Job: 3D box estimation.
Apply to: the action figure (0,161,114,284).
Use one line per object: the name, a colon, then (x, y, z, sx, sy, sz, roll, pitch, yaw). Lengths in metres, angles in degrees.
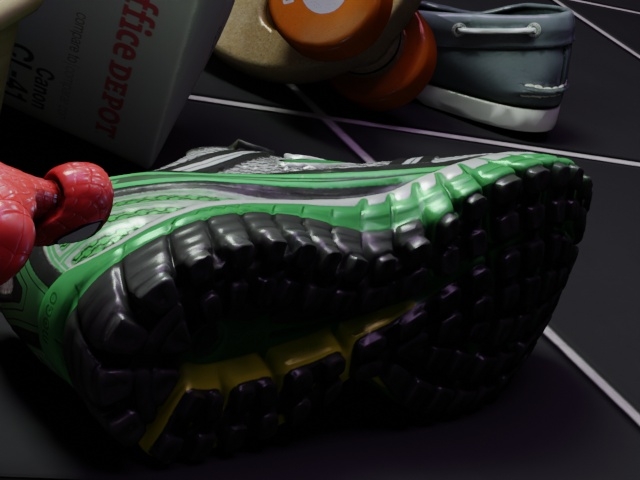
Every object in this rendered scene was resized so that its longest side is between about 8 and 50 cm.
action figure: (-0.200, 0.047, 0.689, 0.280, 0.139, 0.091, -21, 41, -26)

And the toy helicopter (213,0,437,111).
toy helicopter: (0.013, -0.282, 1.340, 0.235, 0.355, 0.140, 24, -5, 24)

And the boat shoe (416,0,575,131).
boat shoe: (0.042, -0.178, 1.437, 0.319, 0.099, 0.116, 19, 23, 5)

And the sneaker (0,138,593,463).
sneaker: (0.000, 0.000, 0.891, 0.343, 0.134, 0.146, -3, 28, -44)

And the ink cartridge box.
ink cartridge box: (-0.193, -0.196, 1.039, 0.306, 0.226, 0.131, 25, 61, -1)

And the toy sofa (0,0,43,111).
toy sofa: (-0.330, -0.150, 0.926, 0.363, 0.177, 0.150, 21, 24, 10)
